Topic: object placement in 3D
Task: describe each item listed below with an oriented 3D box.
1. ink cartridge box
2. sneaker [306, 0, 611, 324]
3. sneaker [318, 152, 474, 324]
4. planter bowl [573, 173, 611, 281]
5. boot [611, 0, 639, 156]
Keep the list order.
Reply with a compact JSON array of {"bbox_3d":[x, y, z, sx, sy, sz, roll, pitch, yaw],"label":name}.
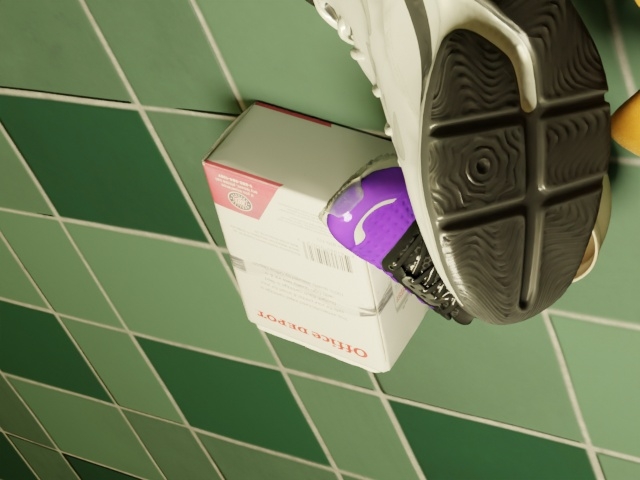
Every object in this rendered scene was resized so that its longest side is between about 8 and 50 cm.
[{"bbox_3d":[0.000,0.000,1.572,0.207,0.117,0.283,19,144,26],"label":"ink cartridge box"},{"bbox_3d":[0.095,-0.160,1.146,0.257,0.169,0.447,-169,67,-67],"label":"sneaker"},{"bbox_3d":[0.114,0.012,1.375,0.146,0.102,0.293,50,-168,28],"label":"sneaker"},{"bbox_3d":[0.213,-0.051,1.303,0.162,0.109,0.162,26,147,18],"label":"planter bowl"},{"bbox_3d":[0.288,-0.124,1.042,0.295,0.104,0.211,13,157,-30],"label":"boot"}]
